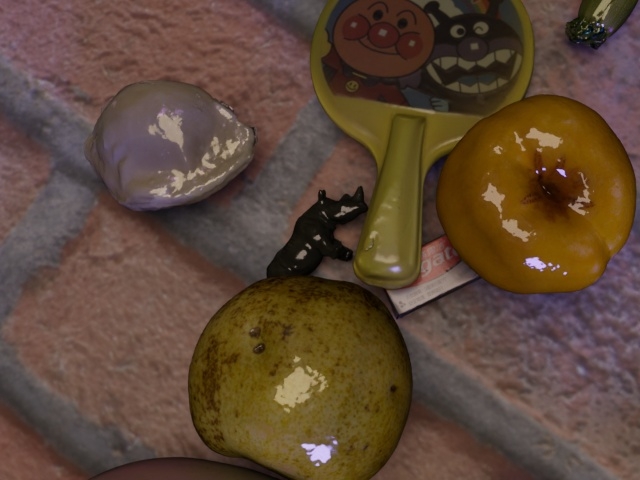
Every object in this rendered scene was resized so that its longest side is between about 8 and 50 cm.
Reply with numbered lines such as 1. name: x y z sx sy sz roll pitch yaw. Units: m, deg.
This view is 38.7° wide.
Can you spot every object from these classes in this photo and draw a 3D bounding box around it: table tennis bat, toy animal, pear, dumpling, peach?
1. table tennis bat: 0.088 -0.130 0.893 0.224 0.054 0.368 10 71 8
2. toy animal: 0.000 0.000 0.899 0.065 0.047 0.135 35 91 21
3. pear: -0.012 0.117 0.802 0.197 0.197 0.197 -1 79 7
4. dumpling: -0.158 -0.090 0.908 0.199 0.118 0.136 20 79 33
5. peach: 0.194 -0.038 0.802 0.179 0.103 0.179 0 84 -3

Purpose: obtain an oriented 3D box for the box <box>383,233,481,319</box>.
1. box: 0.160 0.005 0.879 0.218 0.039 0.055 -26 78 2

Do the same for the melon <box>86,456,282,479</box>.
1. melon: -0.088 0.300 0.759 0.317 0.223 0.223 13 81 15

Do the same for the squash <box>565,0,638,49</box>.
1. squash: 0.305 -0.267 0.909 0.052 0.052 0.183 29 83 12
